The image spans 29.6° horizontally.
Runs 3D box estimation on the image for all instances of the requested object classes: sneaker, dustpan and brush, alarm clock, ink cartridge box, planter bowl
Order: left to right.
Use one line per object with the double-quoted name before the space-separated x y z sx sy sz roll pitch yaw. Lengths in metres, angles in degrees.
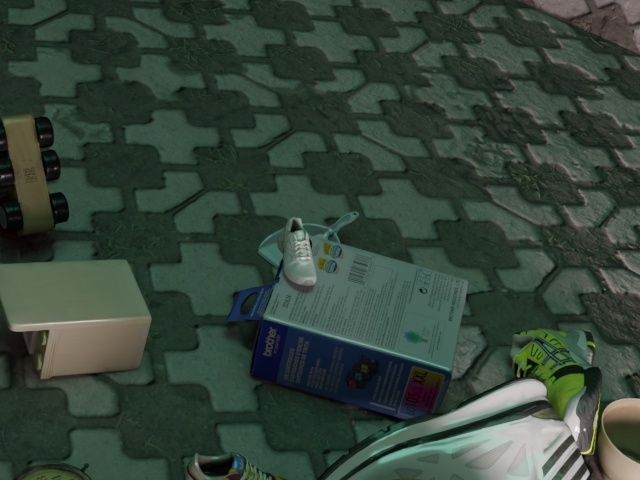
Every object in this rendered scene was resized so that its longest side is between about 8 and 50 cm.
"alarm clock" -0.404 0.388 1.730 0.192 0.064 0.129 -9 43 -31
"sneaker" -0.112 0.367 1.835 0.185 0.084 0.069 7 37 -8
"sneaker" -0.040 0.019 2.091 0.054 0.061 0.152 0 39 -21
"dustpan and brush" 0.000 0.000 2.369 0.147 0.060 0.211 36 42 27
"ink cartridge box" 0.042 0.141 2.125 0.395 0.151 0.270 17 36 2
"sneaker" 0.203 0.393 1.795 0.447 0.169 0.257 -23 56 -14
"sneaker" 0.400 0.257 2.080 0.147 0.145 0.384 6 13 5
"planter bowl" 0.533 0.361 2.036 0.162 0.109 0.162 8 37 -6

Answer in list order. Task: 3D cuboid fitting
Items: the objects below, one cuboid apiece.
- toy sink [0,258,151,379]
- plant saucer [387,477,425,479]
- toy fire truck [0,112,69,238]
"toy sink" -0.421 0.132 2.003 0.234 0.131 0.153 -2 39 -29
"plant saucer" 0.126 0.431 1.732 0.200 0.200 0.037 14 26 -1
"toy fire truck" -0.595 -0.109 2.248 0.158 0.217 0.246 -13 2 -31
